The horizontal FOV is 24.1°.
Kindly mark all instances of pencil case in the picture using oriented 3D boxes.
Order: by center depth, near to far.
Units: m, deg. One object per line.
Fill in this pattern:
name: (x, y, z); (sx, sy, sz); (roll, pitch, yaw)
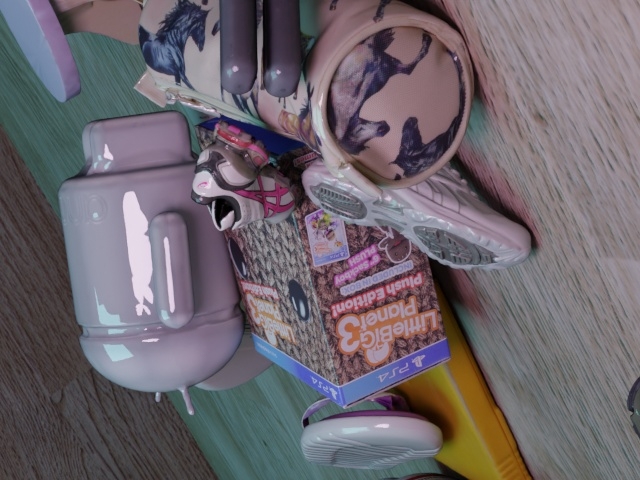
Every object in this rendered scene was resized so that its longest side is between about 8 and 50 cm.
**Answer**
pencil case: (-0.026, -0.167, 1.435); (0.160, 0.184, 0.410); (24, -177, -36)

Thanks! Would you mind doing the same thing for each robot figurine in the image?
robot figurine: (-0.198, 0.027, 1.773); (0.300, 0.199, 0.354); (-166, 67, -77)

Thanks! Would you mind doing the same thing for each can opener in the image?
can opener: (-0.051, -0.262, 1.292); (0.095, 0.076, 0.284); (112, 159, -59)

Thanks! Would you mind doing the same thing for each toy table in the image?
toy table: (-0.344, -0.344, 2.020); (0.252, 0.161, 0.274); (40, 157, 43)

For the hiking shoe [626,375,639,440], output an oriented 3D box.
hiking shoe: (0.347, 0.210, 1.271); (0.227, 0.086, 0.114); (56, 167, 1)

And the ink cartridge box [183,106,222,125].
ink cartridge box: (-0.102, -0.153, 1.849); (0.231, 0.078, 0.134); (60, 162, -13)

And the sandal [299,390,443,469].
sandal: (0.050, 0.236, 1.946); (0.416, 0.169, 0.102); (127, 147, -74)

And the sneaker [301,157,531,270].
sneaker: (0.106, -0.054, 1.446); (0.232, 0.115, 0.090); (25, 156, 10)

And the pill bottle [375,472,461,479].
pill bottle: (0.169, 0.428, 1.924); (0.229, 0.229, 0.407); (60, 163, -13)

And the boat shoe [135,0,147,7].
boat shoe: (-0.195, -0.301, 1.864); (0.170, 0.059, 0.063); (35, 154, 50)

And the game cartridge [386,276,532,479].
game cartridge: (0.123, 0.157, 1.872); (0.285, 0.052, 0.324); (24, 147, 60)

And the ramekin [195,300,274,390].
ramekin: (-0.127, 0.069, 2.019); (0.135, 0.277, 0.277); (36, 155, 31)

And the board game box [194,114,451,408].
board game box: (0.000, 0.000, 1.653); (0.232, 0.141, 0.291); (24, 132, 61)

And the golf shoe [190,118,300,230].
golf shoe: (-0.077, -0.046, 1.417); (0.067, 0.086, 0.186); (29, 173, 23)
